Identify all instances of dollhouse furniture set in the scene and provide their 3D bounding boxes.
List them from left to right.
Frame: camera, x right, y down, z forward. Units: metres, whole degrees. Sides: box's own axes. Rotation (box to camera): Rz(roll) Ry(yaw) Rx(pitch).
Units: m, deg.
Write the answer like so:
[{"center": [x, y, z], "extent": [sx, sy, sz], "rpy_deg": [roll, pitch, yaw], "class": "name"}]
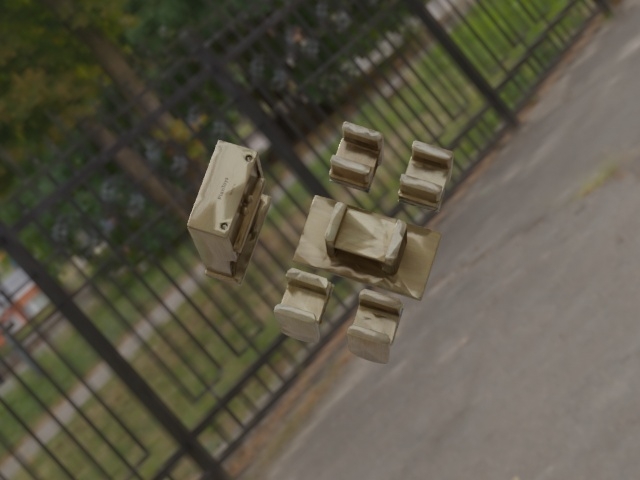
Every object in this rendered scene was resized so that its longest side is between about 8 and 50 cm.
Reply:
[{"center": [0.000, 0.000, 1.490], "extent": [0.161, 0.242, 0.212], "rpy_deg": [81, -153, -72], "class": "dollhouse furniture set"}]
